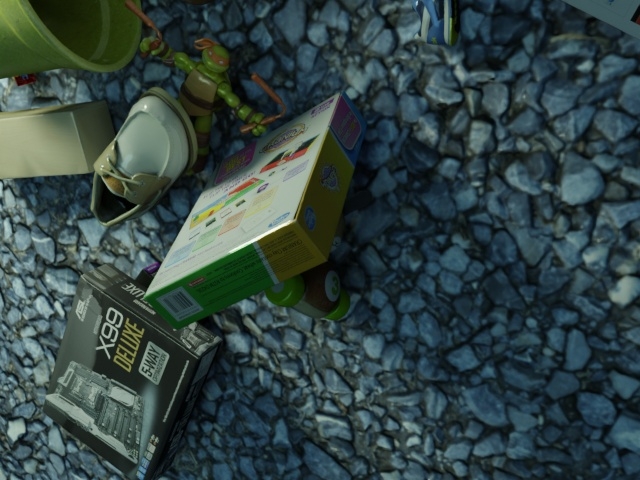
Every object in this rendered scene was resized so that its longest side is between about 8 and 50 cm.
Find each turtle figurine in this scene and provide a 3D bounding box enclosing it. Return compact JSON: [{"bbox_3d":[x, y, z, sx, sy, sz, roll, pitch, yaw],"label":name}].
[{"bbox_3d":[-0.190,-0.217,1.131,0.269,0.087,0.217,33,127,-4],"label":"turtle figurine"}]

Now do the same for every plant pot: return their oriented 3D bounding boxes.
[{"bbox_3d":[-0.443,-0.344,1.096,0.254,0.276,0.276,-11,100,23],"label":"plant pot"}]

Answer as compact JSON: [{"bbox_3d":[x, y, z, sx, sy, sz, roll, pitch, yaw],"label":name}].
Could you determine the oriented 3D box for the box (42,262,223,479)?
[{"bbox_3d":[-0.321,0.227,1.276,0.242,0.076,0.307,32,118,13],"label":"box"}]

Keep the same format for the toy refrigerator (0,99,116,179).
[{"bbox_3d":[-0.473,-0.166,1.280,0.270,0.094,0.102,-1,111,26],"label":"toy refrigerator"}]

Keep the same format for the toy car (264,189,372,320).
[{"bbox_3d":[0.000,0.000,1.077,0.149,0.155,0.188,41,100,33],"label":"toy car"}]

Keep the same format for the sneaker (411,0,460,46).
[{"bbox_3d":[0.142,-0.318,0.968,0.059,0.053,0.144,4,105,26],"label":"sneaker"}]

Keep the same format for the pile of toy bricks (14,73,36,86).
[{"bbox_3d":[-0.555,-0.357,1.268,0.105,0.118,0.212,27,135,59],"label":"pile of toy bricks"}]

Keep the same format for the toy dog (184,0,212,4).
[{"bbox_3d":[-0.103,-0.461,0.828,0.395,0.284,0.408,31,85,-5],"label":"toy dog"}]

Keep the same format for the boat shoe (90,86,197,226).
[{"bbox_3d":[-0.264,-0.103,1.117,0.113,0.103,0.302,42,148,2],"label":"boat shoe"}]

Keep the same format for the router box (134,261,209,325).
[{"bbox_3d":[-0.290,0.144,1.308,0.133,0.046,0.179,46,119,6],"label":"router box"}]

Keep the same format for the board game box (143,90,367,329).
[{"bbox_3d":[-0.073,-0.048,0.999,0.242,0.316,0.064,-25,117,29],"label":"board game box"}]

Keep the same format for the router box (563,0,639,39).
[{"bbox_3d":[0.319,-0.408,0.776,0.301,0.082,0.335,34,136,14],"label":"router box"}]
